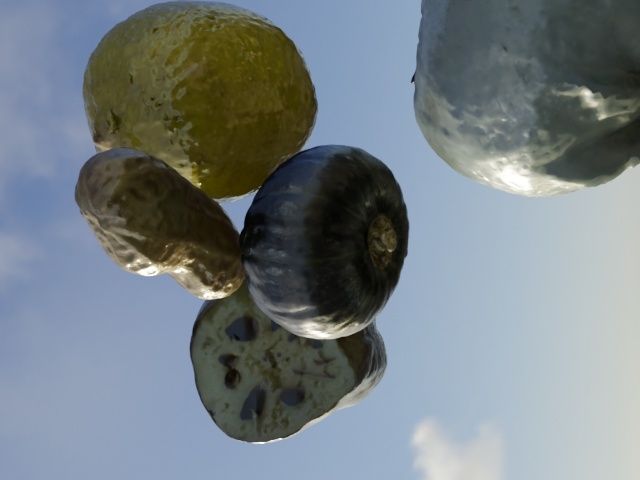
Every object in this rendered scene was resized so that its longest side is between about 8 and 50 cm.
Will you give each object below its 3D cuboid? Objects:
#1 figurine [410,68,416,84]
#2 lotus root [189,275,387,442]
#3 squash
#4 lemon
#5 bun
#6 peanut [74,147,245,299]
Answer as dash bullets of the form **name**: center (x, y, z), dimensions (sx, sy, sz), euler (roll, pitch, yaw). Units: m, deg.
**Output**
- **figurine**: center (0.218, -0.201, 1.487), dimensions (0.229, 0.137, 0.111), euler (0, -99, -32)
- **lotus root**: center (-0.031, 0.134, 1.617), dimensions (0.346, 0.251, 0.250), euler (2, -92, -75)
- **squash**: center (0.005, -0.001, 1.160), dimensions (0.193, 0.156, 0.193), euler (-29, -48, -38)
- **lemon**: center (-0.145, -0.173, 1.504), dimensions (0.322, 0.268, 0.268), euler (-13, -76, -45)
- **bun**: center (0.200, -0.197, 0.871), dimensions (0.354, 0.194, 0.354), euler (17, -90, -72)
- **peanut**: center (-0.152, -0.010, 1.175), dimensions (0.226, 0.095, 0.108), euler (37, -108, -47)
